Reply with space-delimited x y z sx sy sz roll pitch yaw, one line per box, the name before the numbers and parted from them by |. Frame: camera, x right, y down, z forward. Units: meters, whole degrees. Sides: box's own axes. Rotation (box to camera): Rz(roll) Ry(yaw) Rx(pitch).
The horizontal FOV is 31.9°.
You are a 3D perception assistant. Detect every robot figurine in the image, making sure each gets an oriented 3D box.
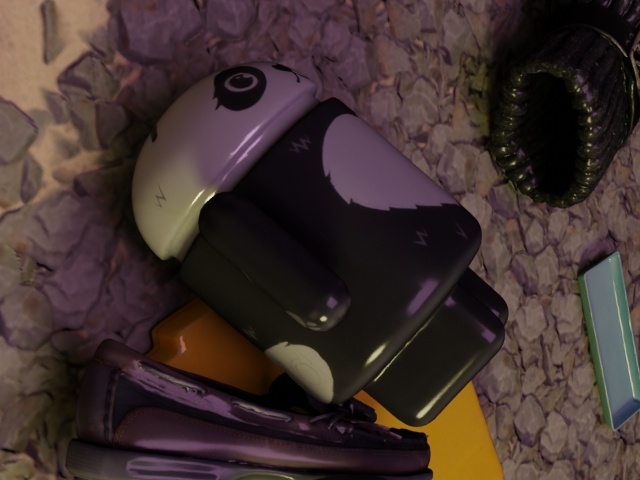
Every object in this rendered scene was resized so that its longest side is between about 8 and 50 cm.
robot figurine | 0.001 -0.001 0.781 0.278 0.209 0.173 41 67 2

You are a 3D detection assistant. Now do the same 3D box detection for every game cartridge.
game cartridge | 0.013 0.151 0.942 0.285 0.053 0.323 -35 113 -34

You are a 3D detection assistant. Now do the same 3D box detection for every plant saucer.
plant saucer | 0.318 0.110 1.223 0.067 0.018 0.192 -28 111 -36

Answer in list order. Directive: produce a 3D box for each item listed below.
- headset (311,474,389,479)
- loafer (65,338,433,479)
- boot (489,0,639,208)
headset | -0.082 0.311 0.747 0.394 0.185 0.243 -24 139 -12
loafer | -0.033 0.130 0.804 0.303 0.109 0.095 10 82 -37
boot | 0.246 -0.231 1.052 0.260 0.131 0.348 -39 119 -32
